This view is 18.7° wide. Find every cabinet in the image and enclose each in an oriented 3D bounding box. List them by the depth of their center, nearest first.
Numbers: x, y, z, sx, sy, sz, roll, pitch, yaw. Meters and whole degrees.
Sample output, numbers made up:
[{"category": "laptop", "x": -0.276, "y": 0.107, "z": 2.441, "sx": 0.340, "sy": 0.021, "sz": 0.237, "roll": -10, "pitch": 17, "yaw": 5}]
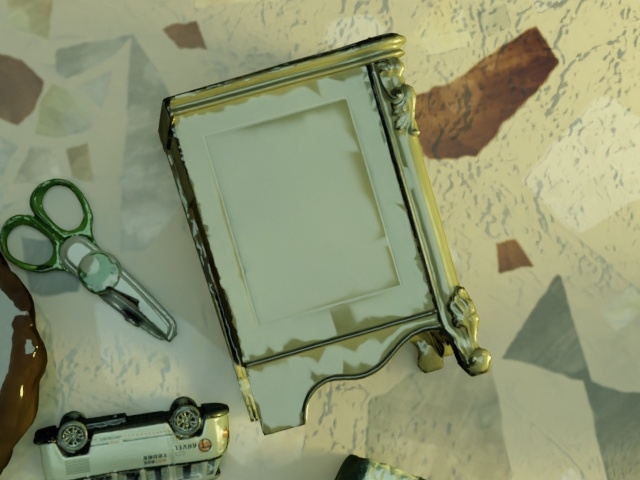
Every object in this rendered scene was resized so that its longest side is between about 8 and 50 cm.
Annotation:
[{"category": "cabinet", "x": 0.000, "y": 0.000, "z": 1.842, "sx": 0.227, "sy": 0.290, "sz": 0.318, "roll": -17, "pitch": 88, "yaw": -7}]

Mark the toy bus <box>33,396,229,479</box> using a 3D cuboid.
[{"category": "toy bus", "x": -0.182, "y": 0.208, "z": 1.913, "sx": 0.194, "sy": 0.087, "sz": 0.089, "roll": -8, "pitch": 93, "yaw": -7}]

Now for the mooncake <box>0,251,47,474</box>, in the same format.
[{"category": "mooncake", "x": -0.418, "y": 0.115, "z": 1.846, "sx": 0.324, "sy": 0.187, "sz": 0.324, "roll": 0, "pitch": 84, "yaw": -4}]

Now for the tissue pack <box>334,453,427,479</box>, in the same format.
[{"category": "tissue pack", "x": 0.032, "y": 0.299, "z": 1.838, "sx": 0.081, "sy": 0.257, "sz": 0.185, "roll": 19, "pitch": 84, "yaw": -1}]

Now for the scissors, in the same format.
[{"category": "scissors", "x": -0.223, "y": 0.030, "z": 1.948, "sx": 0.204, "sy": 0.027, "sz": 0.101, "roll": 40, "pitch": 86, "yaw": 1}]
